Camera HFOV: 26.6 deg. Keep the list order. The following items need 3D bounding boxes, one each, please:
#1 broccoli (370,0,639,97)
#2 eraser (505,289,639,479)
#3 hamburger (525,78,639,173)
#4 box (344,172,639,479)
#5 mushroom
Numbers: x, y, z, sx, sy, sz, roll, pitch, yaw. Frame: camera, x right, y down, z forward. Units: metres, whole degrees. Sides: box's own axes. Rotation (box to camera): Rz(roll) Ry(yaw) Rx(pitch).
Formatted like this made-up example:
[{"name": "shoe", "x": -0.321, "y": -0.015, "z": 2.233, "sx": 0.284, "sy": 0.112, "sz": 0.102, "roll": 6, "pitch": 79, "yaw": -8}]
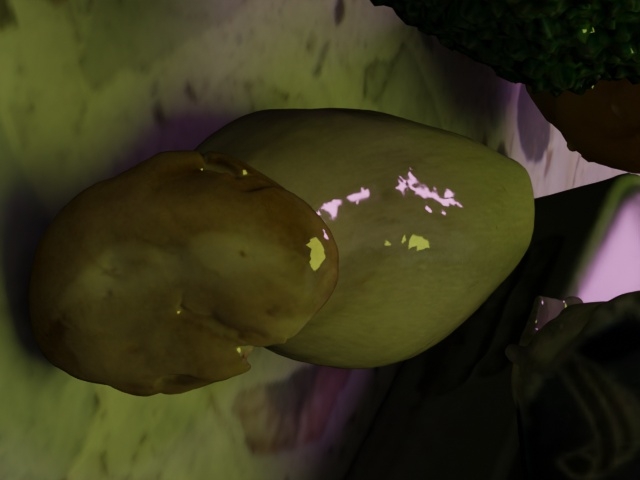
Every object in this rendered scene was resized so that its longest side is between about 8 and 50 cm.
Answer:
[{"name": "broccoli", "x": 0.078, "y": -0.194, "z": 0.349, "sx": 0.297, "sy": 0.297, "sz": 0.298, "roll": 113, "pitch": 2, "yaw": -57}, {"name": "eraser", "x": 0.158, "y": 0.179, "z": 0.502, "sx": 0.155, "sy": 0.101, "sz": 0.332, "roll": 4, "pitch": 76, "yaw": -48}, {"name": "hamburger", "x": 0.217, "y": -0.125, "z": 0.610, "sx": 0.318, "sy": 0.318, "sz": 0.158, "roll": -30, "pitch": 99, "yaw": -58}, {"name": "box", "x": 0.155, "y": 0.223, "z": 0.652, "sx": 0.397, "sy": 0.111, "sz": 0.396, "roll": 54, "pitch": 45, "yaw": -25}, {"name": "mushroom", "x": 0.000, "y": 0.002, "z": 0.437, "sx": 0.212, "sy": 0.097, "sz": 0.088, "roll": -7, "pitch": 112, "yaw": -62}]
